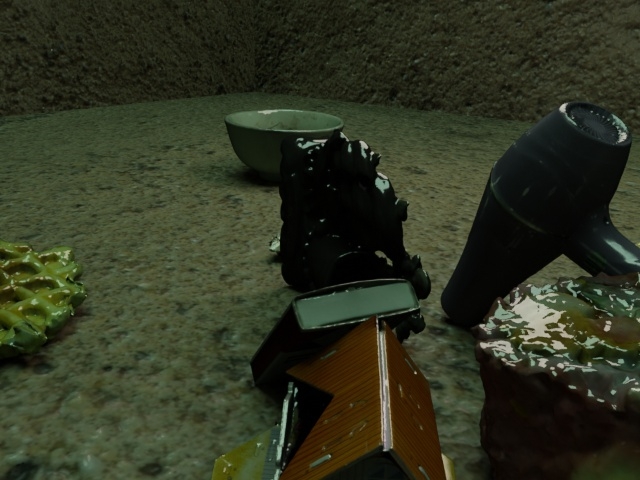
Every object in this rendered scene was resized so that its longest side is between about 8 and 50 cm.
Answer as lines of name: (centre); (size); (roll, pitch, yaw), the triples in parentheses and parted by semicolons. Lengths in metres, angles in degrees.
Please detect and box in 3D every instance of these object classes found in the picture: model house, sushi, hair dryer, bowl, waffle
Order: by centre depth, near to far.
model house: (0.013, 0.154, 0.405); (0.207, 0.136, 0.219); (4, 20, 4)
sushi: (0.243, 0.136, 0.425); (0.270, 0.171, 0.236); (10, 22, 28)
hair dryer: (0.284, 0.073, 0.588); (0.121, 0.301, 0.361); (-16, 55, -31)
waffle: (-0.451, 0.072, 0.703); (0.317, 0.073, 0.297); (2, 25, -18)
bowl: (-0.089, -0.227, 1.419); (0.289, 0.146, 0.289); (3, 21, -1)

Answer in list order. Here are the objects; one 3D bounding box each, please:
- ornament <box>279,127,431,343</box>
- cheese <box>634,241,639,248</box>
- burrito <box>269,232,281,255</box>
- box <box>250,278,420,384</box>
ornament: (0.042, -0.012, 0.719); (0.106, 0.251, 0.260); (-8, 15, -24)
cheese: (0.432, 0.089, 0.643); (0.226, 0.117, 0.214); (18, 32, 28)
burrito: (0.000, -0.002, 0.957); (0.188, 0.045, 0.058); (-11, 16, -25)
box: (0.005, 0.091, 0.557); (0.115, 0.177, 0.036); (-6, 65, -23)
